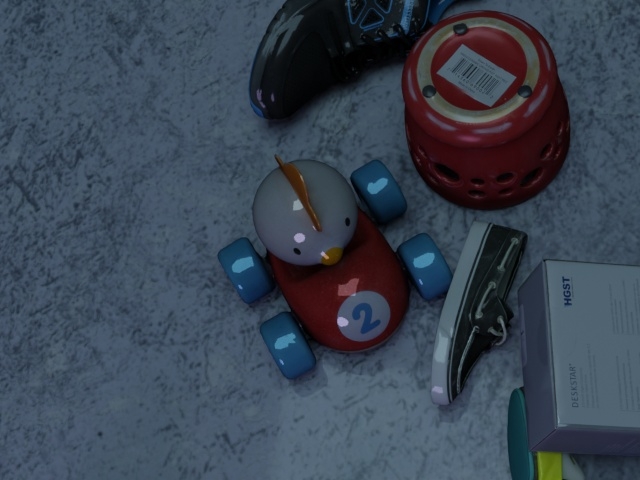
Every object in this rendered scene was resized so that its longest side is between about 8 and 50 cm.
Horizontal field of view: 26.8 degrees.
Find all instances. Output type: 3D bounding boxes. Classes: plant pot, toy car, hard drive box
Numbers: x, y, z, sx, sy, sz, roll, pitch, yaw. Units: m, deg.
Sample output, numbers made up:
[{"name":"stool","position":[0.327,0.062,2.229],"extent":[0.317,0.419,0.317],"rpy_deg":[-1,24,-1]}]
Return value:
[{"name":"plant pot","position":[0.186,-0.154,1.512],"extent":[0.191,0.174,0.191],"rpy_deg":[-4,66,8]},{"name":"toy car","position":[0.000,0.000,1.447],"extent":[0.219,0.238,0.210],"rpy_deg":[-30,65,-2]},{"name":"hard drive box","position":[0.329,0.123,1.370],"extent":[0.232,0.089,0.181],"rpy_deg":[5,65,-9]}]

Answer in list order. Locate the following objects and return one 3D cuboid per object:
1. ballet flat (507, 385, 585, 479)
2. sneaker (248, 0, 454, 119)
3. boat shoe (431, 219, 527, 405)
[{"name":"ballet flat","position":[0.235,0.266,1.388],"extent":[0.077,0.077,0.231],"rpy_deg":[5,70,-9]},{"name":"sneaker","position":[0.056,-0.261,1.608],"extent":[0.139,0.125,0.341],"rpy_deg":[41,81,21]},{"name":"boat shoe","position":[0.174,0.079,1.467],"extent":[0.070,0.078,0.219],"rpy_deg":[12,69,17]}]
